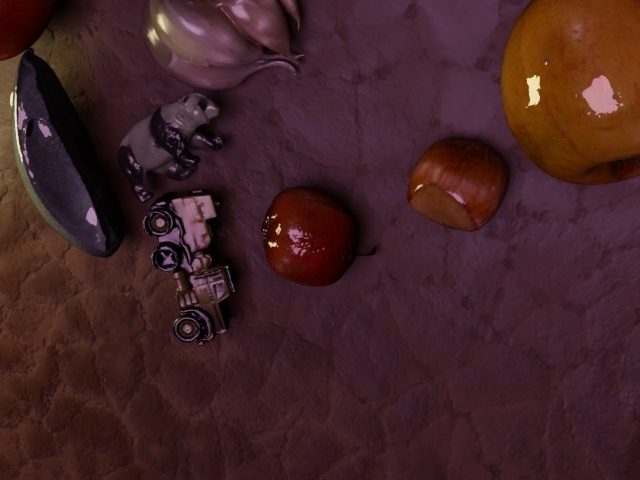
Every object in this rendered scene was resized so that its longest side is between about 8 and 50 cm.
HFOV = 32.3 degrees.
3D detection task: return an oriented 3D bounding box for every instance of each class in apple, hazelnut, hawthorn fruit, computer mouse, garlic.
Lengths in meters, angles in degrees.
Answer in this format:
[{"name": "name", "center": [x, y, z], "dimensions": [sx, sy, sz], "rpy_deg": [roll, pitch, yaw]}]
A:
[{"name": "apple", "center": [-0.556, -0.428, 1.815], "dimensions": [0.260, 0.216, 0.260], "rpy_deg": [4, 103, 16]}, {"name": "apple", "center": [0.402, -0.226, 1.563], "dimensions": [0.299, 0.299, 0.275], "rpy_deg": [-13, 72, 18]}, {"name": "hazelnut", "center": [0.216, -0.091, 1.722], "dimensions": [0.150, 0.150, 0.150], "rpy_deg": [4, 104, 15]}, {"name": "hawthorn fruit", "center": [0.000, 0.000, 1.805], "dimensions": [0.194, 0.157, 0.157], "rpy_deg": [15, 108, -12]}, {"name": "computer mouse", "center": [-0.452, -0.134, 1.869], "dimensions": [0.114, 0.203, 0.374], "rpy_deg": [-21, 101, 4]}, {"name": "garlic", "center": [-0.166, -0.364, 1.779], "dimensions": [0.237, 0.210, 0.292], "rpy_deg": [-30, 90, -14]}]

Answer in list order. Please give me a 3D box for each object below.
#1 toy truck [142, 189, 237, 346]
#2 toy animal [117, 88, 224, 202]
[{"name": "toy truck", "center": [-0.210, 0.044, 1.885], "dimensions": [0.127, 0.127, 0.257], "rpy_deg": [-11, 101, 3]}, {"name": "toy animal", "center": [-0.248, -0.165, 1.843], "dimensions": [0.225, 0.094, 0.121], "rpy_deg": [-32, 94, 40]}]
